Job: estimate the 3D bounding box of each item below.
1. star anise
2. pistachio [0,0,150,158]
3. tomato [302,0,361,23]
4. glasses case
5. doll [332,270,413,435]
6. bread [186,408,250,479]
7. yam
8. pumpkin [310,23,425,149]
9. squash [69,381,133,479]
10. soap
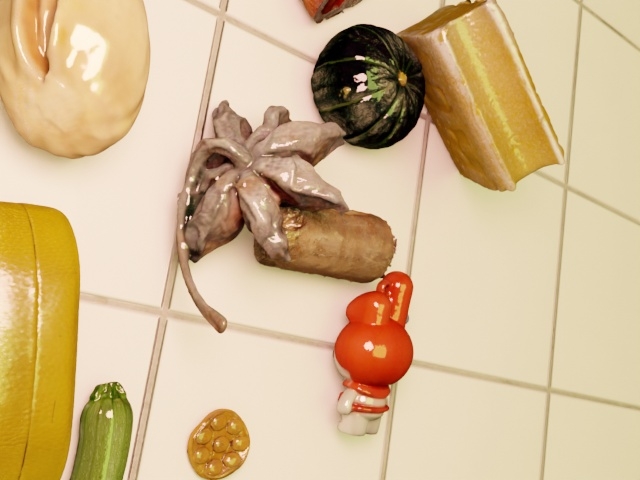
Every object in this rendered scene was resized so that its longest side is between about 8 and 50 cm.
[{"bbox_3d":[-0.097,-0.082,1.066,0.360,0.315,0.139,61,3,28],"label":"star anise"},{"bbox_3d":[-0.320,-0.266,0.950,0.193,0.214,0.318,3,74,2],"label":"pistachio"},{"bbox_3d":[0.030,-0.506,1.268,0.214,0.180,0.155,-36,90,-42],"label":"tomato"},{"bbox_3d":[-0.383,0.136,0.863,0.141,0.173,0.372,6,83,-41],"label":"glasses case"},{"bbox_3d":[0.095,0.193,1.259,0.161,0.129,0.291,13,88,-47],"label":"doll"},{"bbox_3d":[-0.157,0.318,1.121,0.110,0.024,0.110,5,82,-38],"label":"bread"},{"bbox_3d":[0.001,0.001,1.206,0.238,0.128,0.130,9,103,-36],"label":"yam"},{"bbox_3d":[0.088,-0.273,1.281,0.220,0.161,0.221,2,87,-43],"label":"pumpkin"},{"bbox_3d":[-0.302,0.302,0.979,0.077,0.068,0.219,14,77,-32],"label":"squash"},{"bbox_3d":[0.295,-0.274,1.354,0.156,0.293,0.335,-29,109,2],"label":"soap"}]
